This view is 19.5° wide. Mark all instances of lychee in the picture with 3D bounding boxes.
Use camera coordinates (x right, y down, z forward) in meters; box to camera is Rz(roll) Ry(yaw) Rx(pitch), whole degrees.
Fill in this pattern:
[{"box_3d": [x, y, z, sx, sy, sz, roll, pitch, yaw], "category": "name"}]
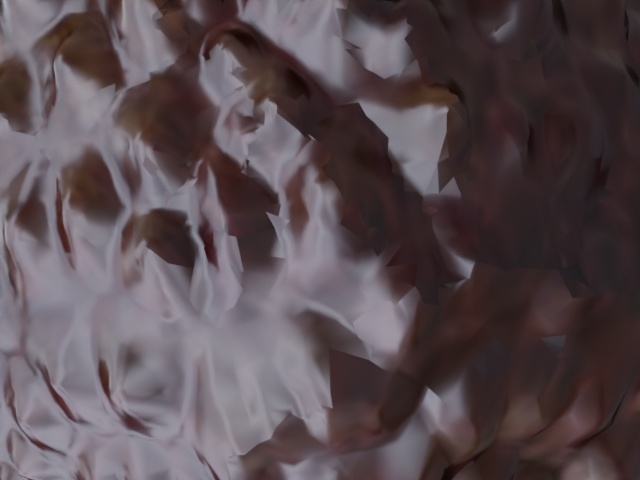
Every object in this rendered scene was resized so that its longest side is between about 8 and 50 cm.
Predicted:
[{"box_3d": [0.000, 0.000, 0.598, 0.306, 0.306, 0.330, 111, 154, -66], "category": "lychee"}]
